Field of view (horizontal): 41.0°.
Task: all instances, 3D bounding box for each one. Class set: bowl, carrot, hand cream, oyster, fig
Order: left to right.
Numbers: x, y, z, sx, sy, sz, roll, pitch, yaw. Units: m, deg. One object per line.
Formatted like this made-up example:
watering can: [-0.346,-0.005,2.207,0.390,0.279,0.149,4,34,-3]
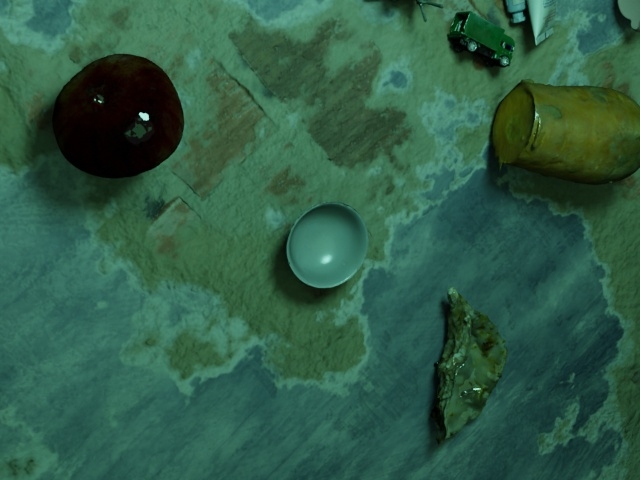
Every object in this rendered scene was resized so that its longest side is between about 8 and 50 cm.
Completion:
fig: [-0.358,-0.214,1.542,0.235,0.235,0.214,-15,147,-19]
bowl: [0.000,0.000,1.822,0.189,0.086,0.189,-7,106,-23]
oyster: [0.354,0.296,2.063,0.204,0.111,0.396,-4,107,-40]
hand cream: [0.416,-0.561,1.860,0.065,0.043,0.171,-35,117,-44]
hand cream: [0.481,-0.561,1.865,0.133,0.083,0.248,-33,121,-51]
carrot: [0.566,-0.242,1.922,0.340,0.224,0.224,6,103,-19]

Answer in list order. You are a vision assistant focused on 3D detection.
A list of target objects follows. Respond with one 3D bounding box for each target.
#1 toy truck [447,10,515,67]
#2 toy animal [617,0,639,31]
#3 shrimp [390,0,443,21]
toy truck: [0.352,-0.431,1.858,0.147,0.065,0.079,21,93,-25]
toy animal: [0.779,-0.562,1.986,0.212,0.124,0.124,-19,113,-40]
shrimp: [0.218,-0.555,1.723,0.410,0.166,0.221,-16,109,-31]
